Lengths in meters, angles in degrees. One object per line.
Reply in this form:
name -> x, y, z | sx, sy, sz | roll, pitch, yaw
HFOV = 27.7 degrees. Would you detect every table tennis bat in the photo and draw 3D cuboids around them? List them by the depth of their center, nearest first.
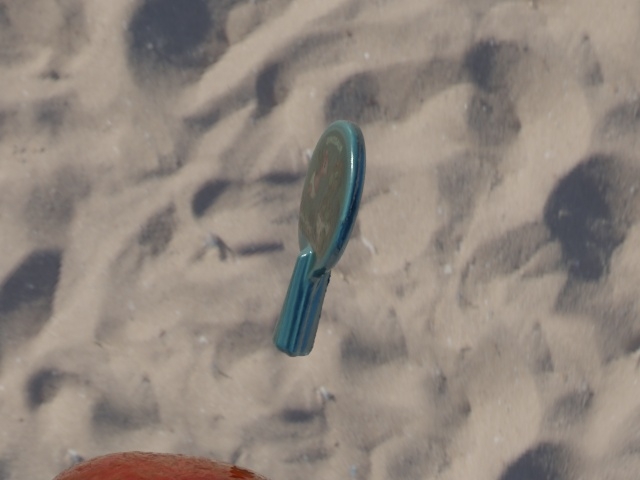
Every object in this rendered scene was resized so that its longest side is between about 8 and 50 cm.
table tennis bat -> 0.000, 0.000, 1.059 | 0.033, 0.124, 0.201 | 12, 101, -17

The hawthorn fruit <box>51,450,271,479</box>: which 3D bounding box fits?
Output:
hawthorn fruit -> -0.066, 0.207, 0.731 | 0.225, 0.196, 0.196 | -9, 70, -12
